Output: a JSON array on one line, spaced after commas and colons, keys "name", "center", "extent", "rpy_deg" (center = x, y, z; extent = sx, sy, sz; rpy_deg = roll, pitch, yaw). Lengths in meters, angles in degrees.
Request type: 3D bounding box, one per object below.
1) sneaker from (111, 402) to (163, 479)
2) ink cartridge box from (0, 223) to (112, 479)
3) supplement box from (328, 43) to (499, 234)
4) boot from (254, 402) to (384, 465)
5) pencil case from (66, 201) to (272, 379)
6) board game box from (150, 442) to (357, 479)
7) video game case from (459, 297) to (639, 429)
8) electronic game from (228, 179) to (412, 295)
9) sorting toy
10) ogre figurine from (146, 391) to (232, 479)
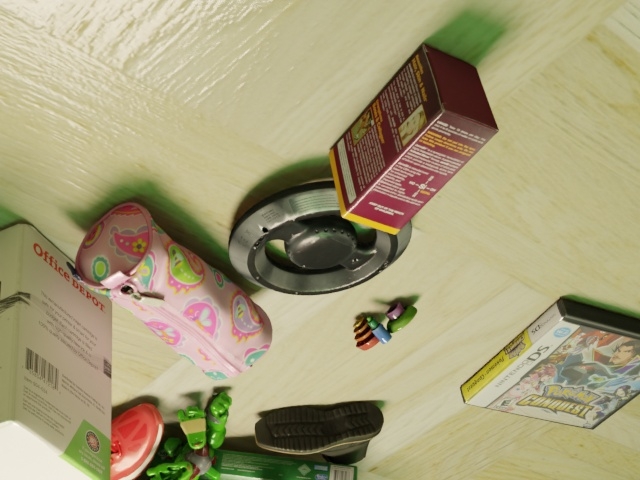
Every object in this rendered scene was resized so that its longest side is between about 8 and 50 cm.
[{"name": "sneaker", "center": [-0.328, 0.319, 1.691], "extent": [0.221, 0.087, 0.128], "rpy_deg": [-48, 157, 8]}, {"name": "ink cartridge box", "center": [-0.342, 0.149, 1.391], "extent": [0.115, 0.273, 0.198], "rpy_deg": [-20, 140, 15]}, {"name": "supplement box", "center": [0.098, -0.108, 1.310], "extent": [0.081, 0.104, 0.188], "rpy_deg": [17, 134, -31]}, {"name": "boot", "center": [-0.007, 0.319, 1.843], "extent": [0.198, 0.077, 0.137], "rpy_deg": [-1, 146, -9]}, {"name": "pencil case", "center": [-0.177, 0.071, 1.456], "extent": [0.124, 0.124, 0.284], "rpy_deg": [-25, 140, 17]}, {"name": "board game box", "center": [-0.109, 0.413, 1.893], "extent": [0.317, 0.046, 0.213], "rpy_deg": [7, 141, -1]}, {"name": "video game case", "center": [0.394, 0.197, 1.810], "extent": [0.275, 0.035, 0.248], "rpy_deg": [15, 134, -29]}, {"name": "electronic game", "center": [0.000, 0.000, 1.465], "extent": [0.229, 0.048, 0.229], "rpy_deg": [-7, 147, -4]}, {"name": "sorting toy", "center": [0.082, 0.112, 1.629], "extent": [0.102, 0.061, 0.042], "rpy_deg": [-36, 101, 19]}, {"name": "ogre figurine", "center": [-0.193, 0.322, 1.745], "extent": [0.097, 0.197, 0.118], "rpy_deg": [12, 160, 8]}]
